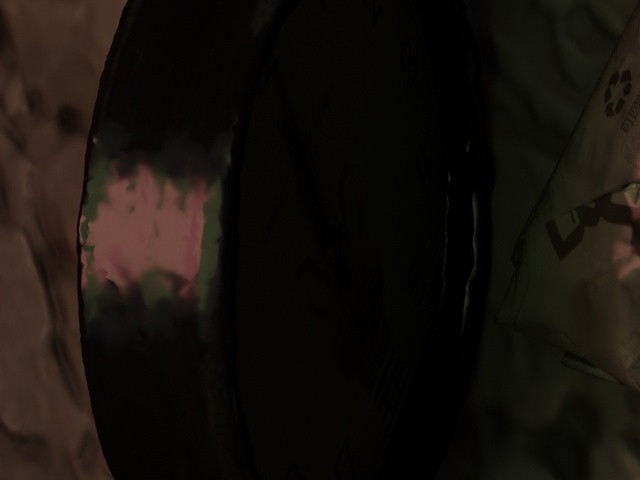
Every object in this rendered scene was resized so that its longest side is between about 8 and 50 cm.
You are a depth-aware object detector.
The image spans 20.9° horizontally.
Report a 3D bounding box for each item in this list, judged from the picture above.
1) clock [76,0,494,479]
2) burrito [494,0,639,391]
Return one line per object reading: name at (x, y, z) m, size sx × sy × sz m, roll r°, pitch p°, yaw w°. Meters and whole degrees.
clock at (0.000, 0.000, 0.454) m, size 0.040 × 0.184 × 0.184 m, roll 3°, pitch 90°, yaw 23°
burrito at (0.110, -0.048, 0.461) m, size 0.064 × 0.064 × 0.203 m, roll 32°, pitch 106°, yaw 27°
